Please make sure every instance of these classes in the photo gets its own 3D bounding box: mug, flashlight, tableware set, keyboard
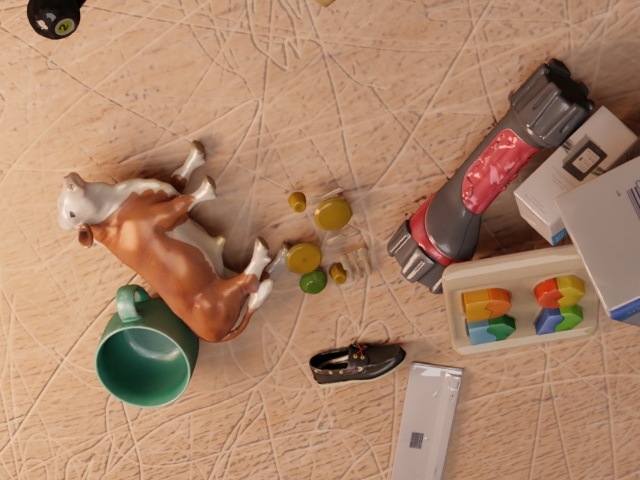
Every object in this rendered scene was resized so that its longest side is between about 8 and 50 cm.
[{"bbox_3d":[-0.221,0.131,1.749,0.129,0.097,0.157,21,119,-5],"label":"mug"},{"bbox_3d":[0.203,-0.069,1.577,0.103,0.103,0.304,45,121,8],"label":"flashlight"},{"bbox_3d":[0.000,0.000,1.678,0.104,0.024,0.154,-21,126,0],"label":"tableware set"},{"bbox_3d":[0.144,0.278,1.843,0.072,0.014,0.256,11,120,6],"label":"keyboard"}]

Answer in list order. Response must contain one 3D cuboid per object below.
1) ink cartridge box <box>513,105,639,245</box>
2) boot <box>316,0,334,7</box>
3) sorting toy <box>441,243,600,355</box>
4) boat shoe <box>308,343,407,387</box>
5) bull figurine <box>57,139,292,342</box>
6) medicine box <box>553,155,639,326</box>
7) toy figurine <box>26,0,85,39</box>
[{"bbox_3d":[0.311,-0.085,1.536,0.180,0.104,0.060,-44,71,-1],"label":"ink cartridge box"},{"bbox_3d":[0.104,-0.339,1.454,0.269,0.089,0.236,-31,102,21],"label":"boot"},{"bbox_3d":[0.253,0.082,1.643,0.193,0.038,0.208,-10,148,5],"label":"sorting toy"},{"bbox_3d":[0.049,0.161,1.763,0.133,0.049,0.042,-14,125,19],"label":"boat shoe"},{"bbox_3d":[-0.182,-0.004,1.663,0.188,0.101,0.310,-35,115,16],"label":"bull figurine"},{"bbox_3d":[0.440,-0.022,1.469,0.263,0.289,0.149,-28,71,21],"label":"medicine box"},{"bbox_3d":[-0.360,-0.327,1.472,0.210,0.148,0.213,-1,120,7],"label":"toy figurine"}]
